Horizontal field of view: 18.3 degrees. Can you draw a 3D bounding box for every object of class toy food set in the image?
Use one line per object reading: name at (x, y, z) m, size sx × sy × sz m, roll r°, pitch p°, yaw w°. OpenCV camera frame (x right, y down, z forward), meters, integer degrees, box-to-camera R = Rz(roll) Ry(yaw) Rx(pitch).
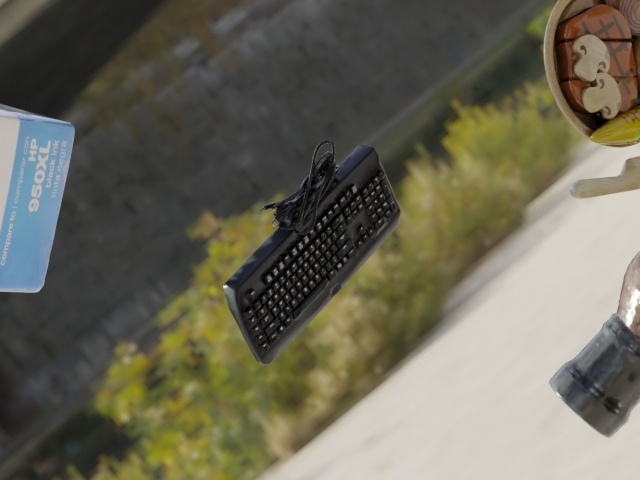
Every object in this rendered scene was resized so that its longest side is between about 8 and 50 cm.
toy food set at (0.215, -0.129, 1.415) m, size 0.132 × 0.192 × 0.038 m, roll -13°, pitch 1°, yaw -35°

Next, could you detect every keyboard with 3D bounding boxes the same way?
keyboard at (0.000, 0.000, 1.478) m, size 0.038 × 0.100 × 0.192 m, roll -3°, pitch 34°, yaw 44°

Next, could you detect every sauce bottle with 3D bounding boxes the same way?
sauce bottle at (0.326, 0.015, 1.616) m, size 0.344 × 0.111 × 0.111 m, roll -50°, pitch 1°, yaw 8°

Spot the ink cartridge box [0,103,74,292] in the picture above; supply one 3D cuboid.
ink cartridge box at (-0.438, -0.066, 1.670) m, size 0.395 × 0.285 × 0.166 m, roll 2°, pitch -78°, yaw -65°
